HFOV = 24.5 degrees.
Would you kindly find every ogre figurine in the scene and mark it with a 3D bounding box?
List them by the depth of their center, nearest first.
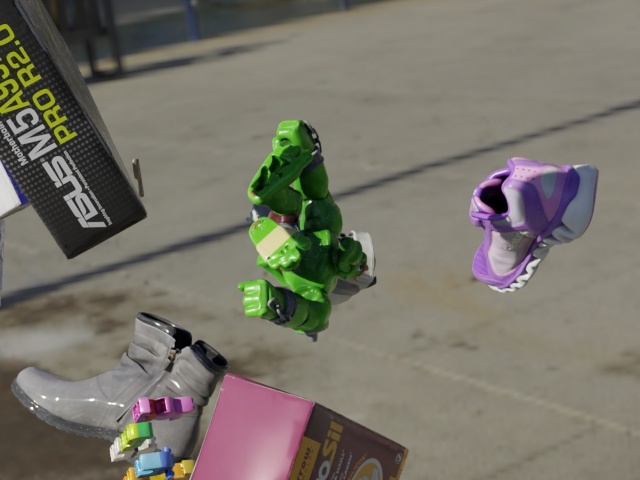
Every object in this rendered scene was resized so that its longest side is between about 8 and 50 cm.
[{"bbox_3d":[-0.019,0.000,1.297,0.097,0.118,0.197,-23,50,11],"label":"ogre figurine"}]

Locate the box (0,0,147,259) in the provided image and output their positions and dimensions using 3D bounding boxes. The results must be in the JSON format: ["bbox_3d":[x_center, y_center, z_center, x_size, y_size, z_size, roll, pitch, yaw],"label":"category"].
[{"bbox_3d":[-0.212,-0.141,0.955,0.060,0.216,0.270,-30,36,-2],"label":"box"}]

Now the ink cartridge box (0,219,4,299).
[{"bbox_3d":[-0.471,0.012,1.940,0.060,0.104,0.180,-27,39,13],"label":"ink cartridge box"}]

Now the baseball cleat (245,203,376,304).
[{"bbox_3d":[0.000,0.000,1.804,0.109,0.206,0.072,-26,48,17],"label":"baseball cleat"}]

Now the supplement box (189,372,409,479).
[{"bbox_3d":[-0.015,0.180,1.130,0.081,0.104,0.188,14,-11,29],"label":"supplement box"}]

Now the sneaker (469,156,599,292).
[{"bbox_3d":[0.200,-0.024,1.549,0.105,0.095,0.236,16,-26,-9],"label":"sneaker"}]

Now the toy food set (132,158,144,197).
[{"bbox_3d":[-0.300,-0.084,2.044,0.019,0.077,0.122,-13,-6,42],"label":"toy food set"}]

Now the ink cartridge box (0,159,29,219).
[{"bbox_3d":[-0.362,-0.126,1.570,0.045,0.206,0.208,-28,6,-19],"label":"ink cartridge box"}]

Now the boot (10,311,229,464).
[{"bbox_3d":[-0.309,0.208,2.314,0.338,0.222,0.118,22,10,16],"label":"boot"}]

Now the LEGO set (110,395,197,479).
[{"bbox_3d":[-0.194,0.264,1.838,0.093,0.087,0.227,-5,-20,-19],"label":"LEGO set"}]
